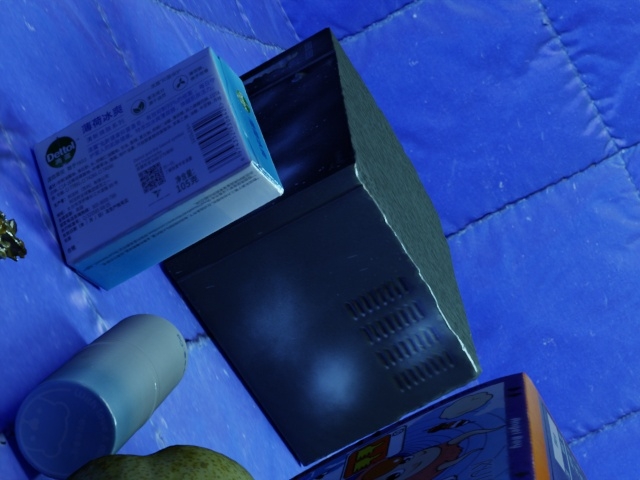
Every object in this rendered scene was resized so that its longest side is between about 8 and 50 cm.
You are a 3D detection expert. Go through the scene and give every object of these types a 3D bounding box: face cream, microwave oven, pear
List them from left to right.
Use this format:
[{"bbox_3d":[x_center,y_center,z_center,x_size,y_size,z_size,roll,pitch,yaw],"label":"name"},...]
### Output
[{"bbox_3d":[-0.163,0.115,1.200,0.077,0.077,0.250,61,9,-3],"label":"face cream"},{"bbox_3d":[-0.109,0.204,1.024,0.167,0.167,0.136,32,45,-70],"label":"pear"},{"bbox_3d":[0.000,0.000,1.851,0.374,0.236,0.432,58,11,-25],"label":"microwave oven"}]

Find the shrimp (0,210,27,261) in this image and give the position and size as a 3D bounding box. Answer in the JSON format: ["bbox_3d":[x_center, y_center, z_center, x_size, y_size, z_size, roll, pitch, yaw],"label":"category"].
[{"bbox_3d":[-0.267,-0.005,1.135,0.178,0.034,0.124,49,20,-46],"label":"shrimp"}]

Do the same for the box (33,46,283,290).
[{"bbox_3d":[-0.148,-0.064,1.404,0.073,0.194,0.139,43,22,-56],"label":"box"}]

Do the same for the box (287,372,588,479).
[{"bbox_3d":[0.086,0.311,1.239,0.256,0.319,0.348,61,11,-7],"label":"box"}]
